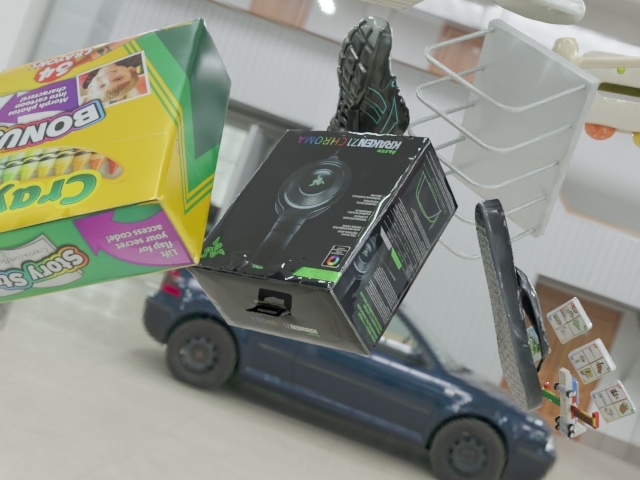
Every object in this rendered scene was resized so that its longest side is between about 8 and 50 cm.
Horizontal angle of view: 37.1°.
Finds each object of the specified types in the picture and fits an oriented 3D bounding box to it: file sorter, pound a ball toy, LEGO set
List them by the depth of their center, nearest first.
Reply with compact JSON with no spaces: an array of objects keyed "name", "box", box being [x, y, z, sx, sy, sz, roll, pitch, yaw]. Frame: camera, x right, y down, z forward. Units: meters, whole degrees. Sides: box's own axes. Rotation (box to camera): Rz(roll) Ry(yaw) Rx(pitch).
[{"name":"file sorter","box":[0.234,-0.138,1.375,0.173,0.277,0.193,-23,50,-32]},{"name":"LEGO set","box":[0.381,0.202,1.453,0.060,0.182,0.244,-20,-16,-25]},{"name":"pound a ball toy","box":[0.506,-0.214,1.491,0.319,0.135,0.208,12,4,9]}]

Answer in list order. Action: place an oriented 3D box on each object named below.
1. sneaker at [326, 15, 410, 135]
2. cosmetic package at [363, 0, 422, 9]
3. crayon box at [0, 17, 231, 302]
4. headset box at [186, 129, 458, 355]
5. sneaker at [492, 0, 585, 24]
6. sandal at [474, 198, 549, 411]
[{"name":"sneaker","box":[0.077,-0.209,1.391,0.106,0.267,0.101,-5,47,-16]},{"name":"cosmetic package","box":[0.189,-0.471,1.461,0.309,0.113,0.160,-18,-10,41]},{"name":"crayon box","box":[-0.296,-0.081,1.041,0.363,0.313,0.106,-12,-49,14]},{"name":"headset box","box":[0.000,0.000,1.242,0.246,0.283,0.131,9,-37,39]},{"name":"sneaker","box":[0.224,-0.329,1.127,0.212,0.094,0.080,24,-2,1]},{"name":"sandal","box":[0.233,0.072,1.116,0.055,0.254,0.097,-8,-11,-1]}]
